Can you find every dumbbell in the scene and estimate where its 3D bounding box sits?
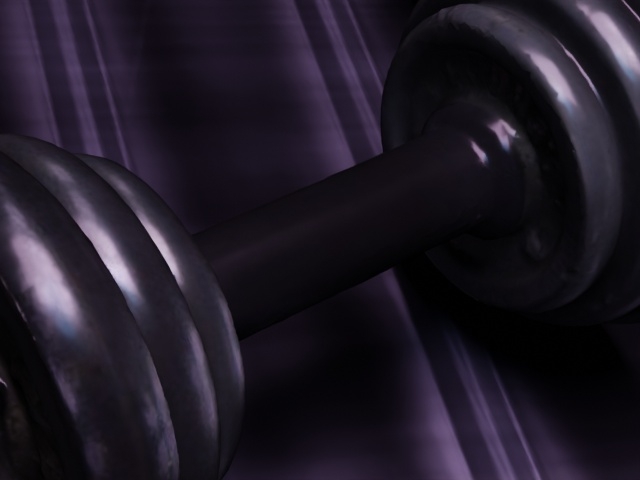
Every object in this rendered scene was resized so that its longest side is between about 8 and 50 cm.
[{"bbox_3d":[0.000,0.000,0.654,0.406,0.179,0.179,-24,57,-33],"label":"dumbbell"}]
